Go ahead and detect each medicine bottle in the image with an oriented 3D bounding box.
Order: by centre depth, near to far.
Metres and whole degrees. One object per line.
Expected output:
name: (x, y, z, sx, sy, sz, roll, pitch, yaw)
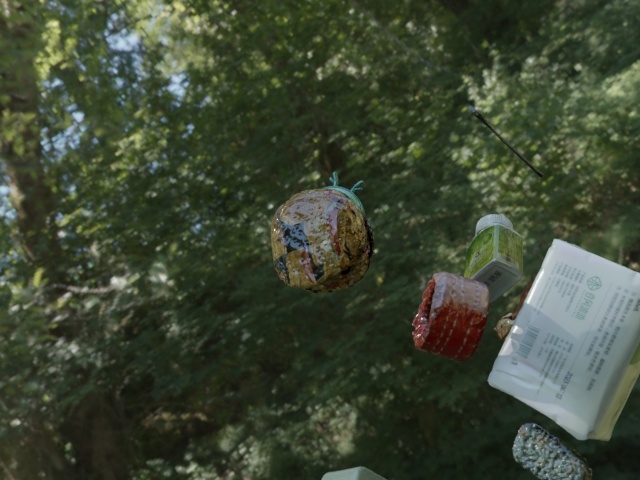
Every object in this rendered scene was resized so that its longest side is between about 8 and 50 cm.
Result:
medicine bottle: (0.401, 0.033, 1.693, 0.132, 0.088, 0.188, -53, 15, 43)

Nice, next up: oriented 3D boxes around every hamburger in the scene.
hamburger: (0.000, 0.000, 1.526, 0.231, 0.231, 0.107, -40, -24, 20)

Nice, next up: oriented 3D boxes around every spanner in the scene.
spanner: (0.373, -0.200, 1.474, 0.012, 0.208, 0.046, -46, -2, 14)

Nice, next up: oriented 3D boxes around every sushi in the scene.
sushi: (0.640, 0.608, 2.030, 0.136, 0.225, 0.126, -49, -44, 1)

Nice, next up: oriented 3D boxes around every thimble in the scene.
thimble: (0.281, 0.165, 1.581, 0.163, 0.125, 0.189, -76, 2, -54)

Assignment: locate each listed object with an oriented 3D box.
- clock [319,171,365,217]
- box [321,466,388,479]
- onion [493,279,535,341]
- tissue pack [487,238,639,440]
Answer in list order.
clock: (0.036, -0.059, 1.795, 0.210, 0.159, 0.066, -67, -17, -2)
box: (0.113, 0.549, 1.053, 0.090, 0.373, 0.367, -20, -38, 22)
onion: (0.754, 0.277, 2.273, 0.354, 0.353, 0.353, -37, -7, -5)
tissue pack: (0.552, 0.211, 1.555, 0.194, 0.266, 0.356, 20, -83, -53)
